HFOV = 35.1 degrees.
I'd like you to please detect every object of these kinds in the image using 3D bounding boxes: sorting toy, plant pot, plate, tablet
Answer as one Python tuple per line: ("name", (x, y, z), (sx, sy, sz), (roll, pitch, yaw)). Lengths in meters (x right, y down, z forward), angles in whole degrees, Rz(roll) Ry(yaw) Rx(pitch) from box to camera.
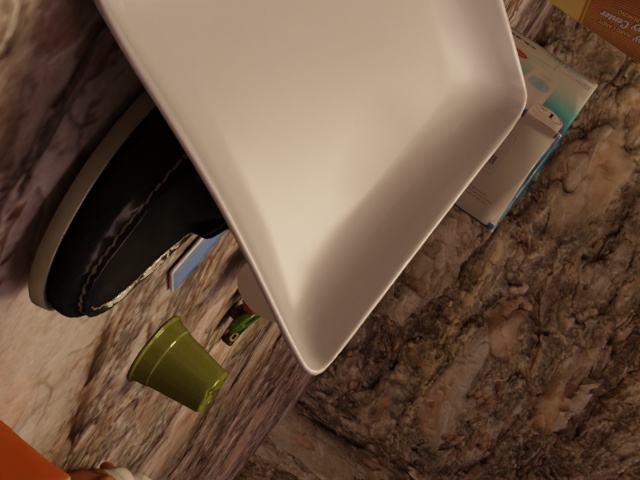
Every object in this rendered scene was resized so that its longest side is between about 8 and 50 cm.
("sorting toy", (-0.089, 0.076, 1.281), (0.061, 0.042, 0.102), (-26, 167, -41))
("plant pot", (-0.141, 0.134, 1.041), (0.083, 0.079, 0.083), (-53, 173, -9))
("plate", (0.012, -0.109, 0.588), (0.277, 0.045, 0.278), (-50, 132, -29))
("tablet", (-0.113, 0.009, 0.939), (0.083, 0.006, 0.054), (-50, 172, -22))

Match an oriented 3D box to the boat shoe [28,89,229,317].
("boat shoe", (-0.040, -0.065, 0.655), (0.340, 0.113, 0.127), (-50, 171, -29))

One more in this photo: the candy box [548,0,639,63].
("candy box", (0.303, -0.294, 0.968), (0.087, 0.316, 0.183), (-46, 170, -41))

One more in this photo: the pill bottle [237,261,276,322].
("pill bottle", (-0.011, 0.008, 1.166), (0.193, 0.108, 0.108), (-46, 169, -44))

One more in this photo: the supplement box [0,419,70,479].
("supplement box", (-0.275, 0.246, 0.737), (0.233, 0.078, 0.080), (-58, 171, 23))

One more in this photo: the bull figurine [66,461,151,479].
("bull figurine", (-0.251, 0.298, 1.015), (0.188, 0.101, 0.310), (-50, 172, -17))

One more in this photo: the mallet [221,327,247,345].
("mallet", (-0.056, 0.074, 1.360), (0.190, 0.062, 0.039), (-53, -150, 9))

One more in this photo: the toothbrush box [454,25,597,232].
("toothbrush box", (0.164, -0.157, 1.103), (0.126, 0.216, 0.295), (-58, 171, 26))
